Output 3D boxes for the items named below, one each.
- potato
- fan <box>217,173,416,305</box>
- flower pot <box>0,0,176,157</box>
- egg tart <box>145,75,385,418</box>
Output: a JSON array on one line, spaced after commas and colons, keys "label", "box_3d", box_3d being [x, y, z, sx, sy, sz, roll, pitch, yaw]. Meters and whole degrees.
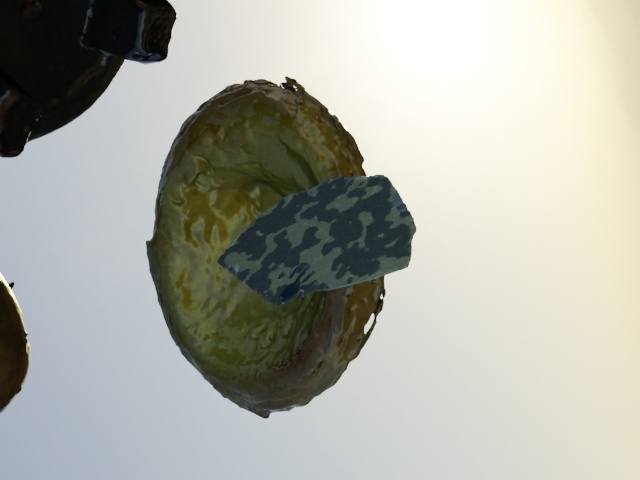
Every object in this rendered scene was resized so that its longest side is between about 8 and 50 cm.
[{"label": "potato", "box_3d": [-0.457, 0.099, 1.764, 0.165, 0.164, 0.262, 1, -106, -77]}, {"label": "fan", "box_3d": [0.000, 0.000, 1.113, 0.009, 0.240, 0.131, 42, -114, -31]}, {"label": "flower pot", "box_3d": [-0.311, -0.227, 1.253, 0.282, 0.299, 0.299, 34, 167, 35]}, {"label": "egg tart", "box_3d": [-0.035, 0.007, 1.297, 0.120, 0.315, 0.315, -3, -105, -45]}]
